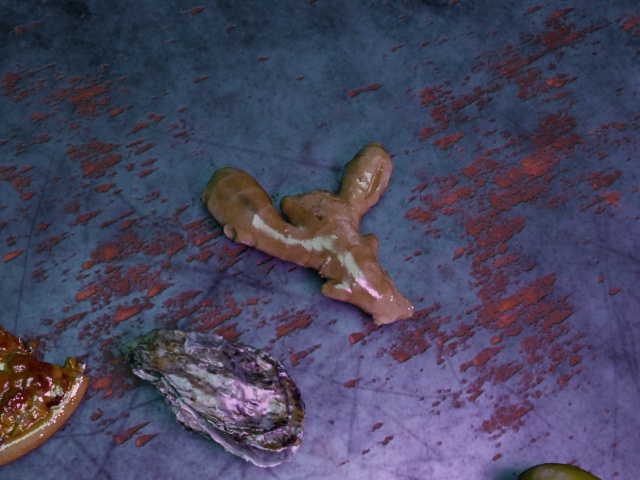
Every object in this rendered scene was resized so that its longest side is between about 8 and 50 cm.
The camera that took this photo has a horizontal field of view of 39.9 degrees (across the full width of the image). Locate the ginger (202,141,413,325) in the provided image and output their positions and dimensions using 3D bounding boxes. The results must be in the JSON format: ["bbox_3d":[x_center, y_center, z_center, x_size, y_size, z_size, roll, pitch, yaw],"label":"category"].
[{"bbox_3d":[-0.010,-0.005,1.575,0.363,0.122,0.348,-6,63,-20],"label":"ginger"}]

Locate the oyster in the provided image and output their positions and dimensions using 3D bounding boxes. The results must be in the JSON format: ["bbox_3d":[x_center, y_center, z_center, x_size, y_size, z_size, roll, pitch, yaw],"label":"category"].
[{"bbox_3d":[-0.180,0.243,1.467,0.351,0.158,0.162,25,27,9],"label":"oyster"}]

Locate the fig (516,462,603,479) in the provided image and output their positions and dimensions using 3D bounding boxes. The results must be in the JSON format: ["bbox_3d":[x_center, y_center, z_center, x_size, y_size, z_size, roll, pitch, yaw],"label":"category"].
[{"bbox_3d":[0.449,0.485,1.409,0.314,0.233,0.233,13,70,0],"label":"fig"}]

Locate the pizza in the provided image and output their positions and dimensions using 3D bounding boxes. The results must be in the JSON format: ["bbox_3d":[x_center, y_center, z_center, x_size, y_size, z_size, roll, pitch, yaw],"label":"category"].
[{"bbox_3d":[-0.530,0.245,1.439,0.289,0.081,0.229,-28,77,-14],"label":"pizza"}]
